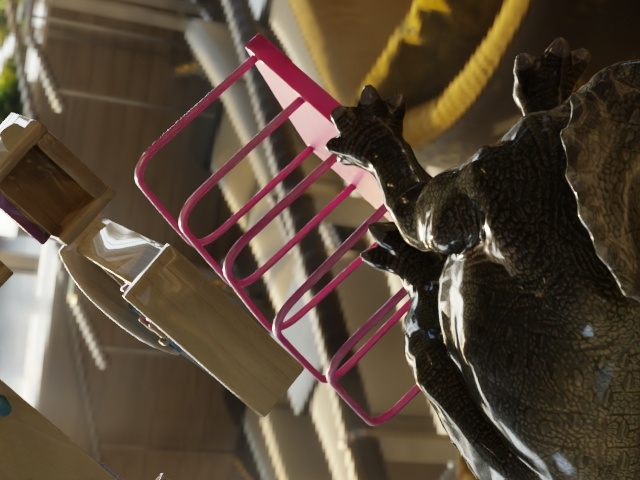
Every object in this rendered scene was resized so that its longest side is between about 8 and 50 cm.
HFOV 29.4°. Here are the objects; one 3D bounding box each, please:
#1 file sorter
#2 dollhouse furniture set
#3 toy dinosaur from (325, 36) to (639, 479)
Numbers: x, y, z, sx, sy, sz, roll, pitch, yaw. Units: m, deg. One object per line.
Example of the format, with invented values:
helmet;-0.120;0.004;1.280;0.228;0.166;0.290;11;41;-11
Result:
file sorter;0.000;0.000;1.109;0.182;0.202;0.290;-44;62;-5
dollhouse furniture set;-0.221;0.115;0.868;0.303;0.286;0.198;-50;25;-11
toy dinosaur;0.076;0.035;0.421;0.160;0.121;0.314;-115;27;-47
